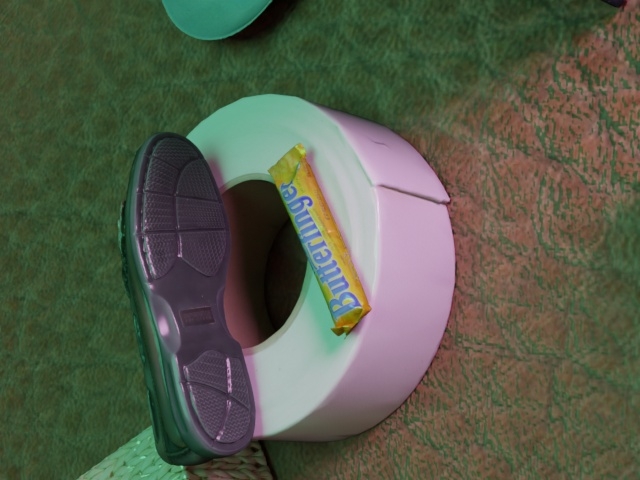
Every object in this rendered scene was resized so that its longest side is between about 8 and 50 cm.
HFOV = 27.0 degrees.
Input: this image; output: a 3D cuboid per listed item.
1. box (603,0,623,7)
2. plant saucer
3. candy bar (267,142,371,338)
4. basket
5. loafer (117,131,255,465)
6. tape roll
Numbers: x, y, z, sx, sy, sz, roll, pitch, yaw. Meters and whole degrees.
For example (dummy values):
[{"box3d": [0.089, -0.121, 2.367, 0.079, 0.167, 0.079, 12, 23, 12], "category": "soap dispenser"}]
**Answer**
[{"box3d": [0.127, -0.366, 0.870, 0.179, 0.343, 0.313, 41, 110, 41], "category": "box"}, {"box3d": [-0.076, -0.278, 1.248, 0.195, 0.037, 0.195, -10, 75, 41], "category": "plant saucer"}, {"box3d": [0.000, 0.000, 1.004, 0.040, 0.018, 0.161, -41, 56, 30], "category": "candy bar"}, {"box3d": [-0.127, 0.229, 1.152, 0.167, 0.113, 0.103, -36, 56, 32], "category": "basket"}, {"box3d": [-0.122, 0.048, 1.060, 0.084, 0.096, 0.268, -28, 66, 43], "category": "loafer"}, {"box3d": [-0.028, 0.024, 1.106, 0.286, 0.100, 0.286, -10, 75, 41], "category": "tape roll"}]
